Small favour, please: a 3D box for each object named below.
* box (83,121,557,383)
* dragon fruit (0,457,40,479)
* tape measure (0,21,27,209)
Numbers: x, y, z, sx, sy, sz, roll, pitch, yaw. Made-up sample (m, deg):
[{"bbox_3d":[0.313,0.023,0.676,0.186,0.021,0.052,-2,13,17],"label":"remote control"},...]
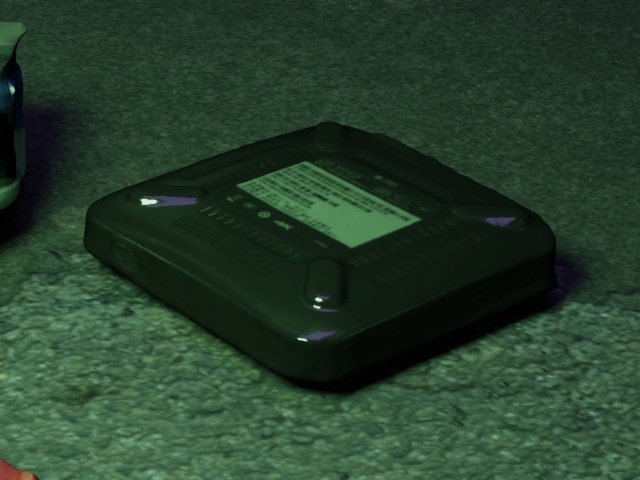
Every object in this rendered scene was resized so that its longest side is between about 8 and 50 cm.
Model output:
[{"bbox_3d":[0.000,0.000,1.487,0.289,0.073,0.290,-20,35,-37],"label":"box"},{"bbox_3d":[-0.252,0.181,1.012,0.274,0.161,0.126,7,25,4],"label":"dragon fruit"},{"bbox_3d":[-0.362,-0.082,1.513,0.259,0.138,0.262,-2,20,-8],"label":"tape measure"}]
